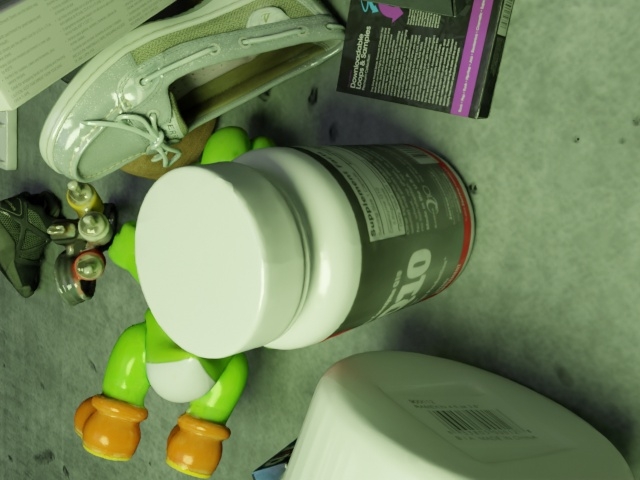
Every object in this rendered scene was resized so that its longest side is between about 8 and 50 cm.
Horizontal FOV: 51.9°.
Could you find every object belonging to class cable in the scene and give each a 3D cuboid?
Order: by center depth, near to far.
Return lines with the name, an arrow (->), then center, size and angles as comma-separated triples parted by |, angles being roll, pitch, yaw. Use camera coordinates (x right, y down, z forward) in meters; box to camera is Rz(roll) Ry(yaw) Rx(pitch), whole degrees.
cable -> -0.277, 0.005, 0.836 | 0.072, 0.287, 0.139 | -6, 90, -4

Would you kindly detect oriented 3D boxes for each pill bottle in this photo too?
pill bottle -> 0.000, 0.000, 0.560 | 0.161, 0.283, 0.161 | 8, 102, 38

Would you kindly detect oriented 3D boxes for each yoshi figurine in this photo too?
yoshi figurine -> -0.138, 0.055, 0.735 | 0.203, 0.203, 0.362 | 15, 84, 29

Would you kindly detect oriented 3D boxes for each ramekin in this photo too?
ramekin -> 0.105, 0.197, 0.525 | 0.277, 0.277, 0.135 | 22, 104, 34

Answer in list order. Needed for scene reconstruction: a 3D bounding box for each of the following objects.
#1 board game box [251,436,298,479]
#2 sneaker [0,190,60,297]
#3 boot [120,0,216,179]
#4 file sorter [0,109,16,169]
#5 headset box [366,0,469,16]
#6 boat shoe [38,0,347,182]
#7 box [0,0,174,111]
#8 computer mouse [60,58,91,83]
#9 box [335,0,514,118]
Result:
board game box -> 0.021, 0.323, 0.673 | 0.042, 0.165, 0.243 | -22, 83, 19
sneaker -> -0.472, 0.005, 1.074 | 0.087, 0.130, 0.227 | 41, 148, 21
boot -> -0.164, -0.217, 0.775 | 0.112, 0.115, 0.305 | 20, 89, 45
file sorter -> -0.633, -0.268, 1.090 | 0.193, 0.173, 0.277 | 18, 108, 35
headset box -> 0.019, -0.329, 0.506 | 0.246, 0.131, 0.283 | 23, 152, 32
boat shoe -> -0.122, -0.154, 0.649 | 0.103, 0.320, 0.118 | 50, 164, 15
box -> -0.197, -0.216, 0.583 | 0.063, 0.324, 0.067 | 1, 129, 28
computer mouse -> -0.317, -0.289, 0.841 | 0.262, 0.060, 0.184 | -19, 130, 39
box -> 0.092, -0.186, 0.620 | 0.162, 0.029, 0.116 | 20, 109, 33
